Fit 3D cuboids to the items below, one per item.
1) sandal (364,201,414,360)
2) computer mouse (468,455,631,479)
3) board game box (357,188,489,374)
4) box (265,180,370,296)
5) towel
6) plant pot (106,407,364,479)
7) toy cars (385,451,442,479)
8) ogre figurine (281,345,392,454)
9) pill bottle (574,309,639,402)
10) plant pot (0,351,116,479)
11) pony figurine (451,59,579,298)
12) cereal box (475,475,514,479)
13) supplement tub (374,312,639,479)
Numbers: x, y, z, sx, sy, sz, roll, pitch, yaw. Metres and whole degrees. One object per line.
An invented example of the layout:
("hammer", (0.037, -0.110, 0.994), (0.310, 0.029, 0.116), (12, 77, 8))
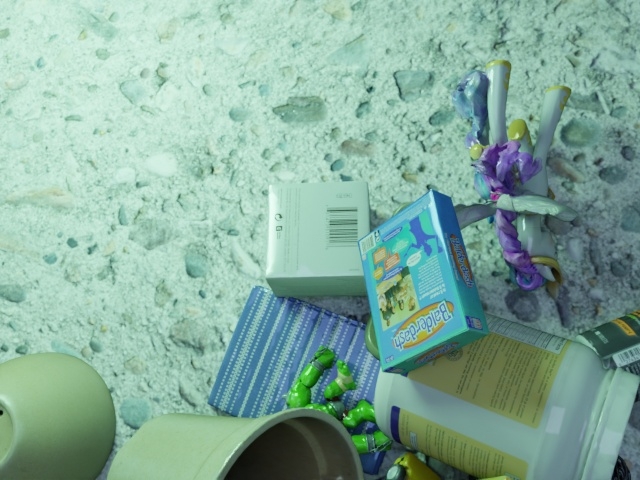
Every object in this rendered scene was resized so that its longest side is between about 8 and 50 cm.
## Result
("sandal", (0.155, 0.065, 1.113), (0.120, 0.086, 0.303), (10, 65, 11))
("computer mouse", (0.366, 0.436, 1.029), (0.261, 0.060, 0.184), (2, 76, -1))
("board game box", (0.135, 0.060, 0.887), (0.160, 0.047, 0.211), (-36, 51, 40))
("box", (0.000, 0.000, 1.132), (0.181, 0.119, 0.181), (-2, 68, 5))
("towel", (-0.011, 0.243, 1.143), (0.335, 0.040, 0.243), (19, 83, 14))
("plant pot", (-0.153, 0.396, 0.963), (0.305, 0.333, 0.334), (0, 75, 42))
("toy cars", (0.136, 0.516, 0.915), (0.087, 0.176, 0.394), (-37, 56, 42))
("ogre figurine", (0.022, 0.287, 1.064), (0.118, 0.097, 0.197), (-33, 90, -15))
("pill bottle", (0.552, 0.167, 1.023), (0.245, 0.130, 0.131), (-22, 75, 2))
("plant pot", (-0.532, 0.334, 1.113), (0.283, 0.191, 0.285), (-2, 77, 7))
("pony figurine", (0.300, -0.091, 1.037), (0.302, 0.350, 0.364), (-9, 79, 49))
("cereal box", (0.297, 0.411, 0.890), (0.240, 0.173, 0.047), (32, 56, -8))
("supplement tub", (0.273, 0.241, 0.954), (0.331, 0.241, 0.241), (17, 80, 28))
